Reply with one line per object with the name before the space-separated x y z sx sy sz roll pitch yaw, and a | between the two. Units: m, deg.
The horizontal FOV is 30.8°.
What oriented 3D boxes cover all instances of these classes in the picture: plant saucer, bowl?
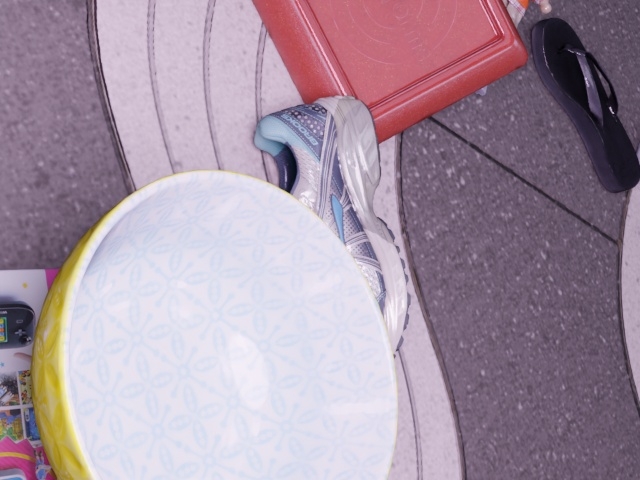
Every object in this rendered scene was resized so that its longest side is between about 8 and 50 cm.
plant saucer | 0.074 -0.253 1.230 0.259 0.047 0.258 -29 97 -15
bowl | -0.098 0.108 0.842 0.289 0.156 0.290 17 64 -39

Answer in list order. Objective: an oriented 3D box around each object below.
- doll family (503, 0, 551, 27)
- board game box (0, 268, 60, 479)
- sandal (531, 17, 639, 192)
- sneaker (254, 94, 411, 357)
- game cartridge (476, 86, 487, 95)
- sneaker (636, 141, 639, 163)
doll family | 0.148 -0.331 1.371 0.263 0.118 0.163 34 62 -7
board game box | -0.238 0.178 0.867 0.224 0.097 0.303 -1 78 -41
sandal | 0.362 -0.186 1.527 0.097 0.054 0.254 -42 104 -41
sneaker | 0.000 0.000 1.144 0.122 0.110 0.283 -8 78 -24
game cartridge | 0.175 -0.219 1.404 0.083 0.017 0.056 33 53 -29
sneaker | 0.518 -0.179 1.635 0.094 0.091 0.258 38 55 -26
